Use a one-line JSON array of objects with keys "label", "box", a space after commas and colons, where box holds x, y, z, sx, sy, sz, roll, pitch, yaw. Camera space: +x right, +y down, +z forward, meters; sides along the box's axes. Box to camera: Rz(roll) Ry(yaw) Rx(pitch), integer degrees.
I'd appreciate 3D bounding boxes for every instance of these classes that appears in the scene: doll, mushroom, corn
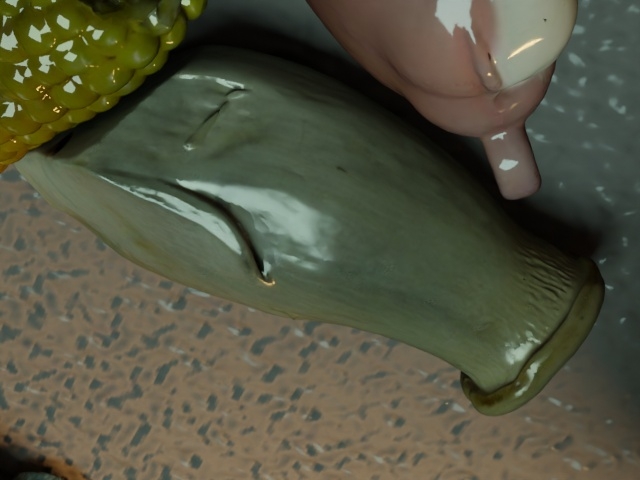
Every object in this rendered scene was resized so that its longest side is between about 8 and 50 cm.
[{"label": "doll", "box": [0.016, -0.137, 0.588, 0.093, 0.211, 0.262, -19, 84, 5]}, {"label": "mushroom", "box": [0.001, -0.010, 0.784, 0.247, 0.096, 0.108, 22, 108, -13]}, {"label": "corn", "box": [-0.201, -0.048, 0.778, 0.363, 0.120, 0.120, -22, 124, 28]}]

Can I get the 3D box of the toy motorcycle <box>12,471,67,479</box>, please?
[{"label": "toy motorcycle", "box": [-0.213, 0.174, 0.997, 0.168, 0.113, 0.315, -8, 139, 33]}]
